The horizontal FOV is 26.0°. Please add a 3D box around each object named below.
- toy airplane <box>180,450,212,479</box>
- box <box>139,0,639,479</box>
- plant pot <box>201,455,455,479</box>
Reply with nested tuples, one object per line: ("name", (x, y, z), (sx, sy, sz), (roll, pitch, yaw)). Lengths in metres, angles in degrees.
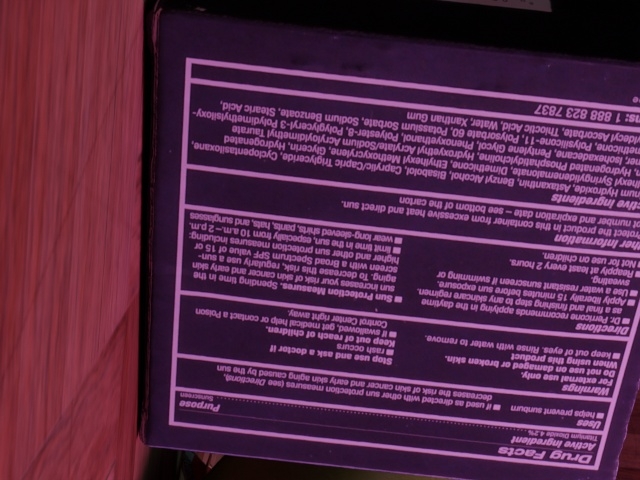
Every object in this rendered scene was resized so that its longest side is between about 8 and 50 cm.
("toy airplane", (-0.108, 0.238, 1.174), (0.151, 0.028, 0.151), (6, 90, -89))
("box", (0.051, -0.025, 0.830), (0.183, 0.296, 0.294), (-84, -179, -57))
("plant pot", (-0.013, 0.255, 0.964), (0.293, 0.275, 0.275), (3, 93, -72))
